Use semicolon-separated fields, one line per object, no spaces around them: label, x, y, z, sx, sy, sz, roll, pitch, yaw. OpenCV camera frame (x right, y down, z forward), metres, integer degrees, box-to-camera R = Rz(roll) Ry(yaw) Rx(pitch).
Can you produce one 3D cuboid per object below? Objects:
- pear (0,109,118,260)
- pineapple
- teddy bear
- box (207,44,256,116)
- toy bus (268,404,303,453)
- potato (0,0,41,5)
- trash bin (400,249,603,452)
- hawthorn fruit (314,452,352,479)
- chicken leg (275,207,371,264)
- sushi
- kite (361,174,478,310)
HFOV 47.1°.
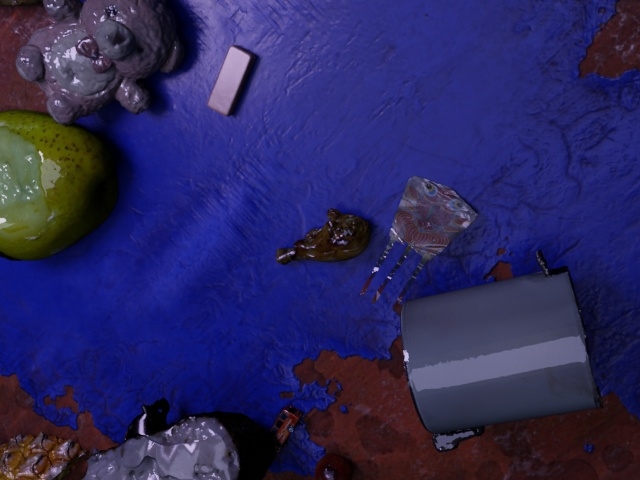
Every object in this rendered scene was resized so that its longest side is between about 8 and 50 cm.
pear;-0.490;-0.103;1.301;0.292;0.159;0.293;2;103;11
pineapple;-0.654;0.504;1.487;0.334;0.158;0.161;-42;91;20
teddy bear;-0.363;-0.315;1.220;0.267;0.151;0.236;-22;118;20
box;-0.151;-0.270;1.242;0.048;0.025;0.115;29;108;11
toy bus;-0.074;0.358;1.373;0.043;0.031;0.110;34;109;11
potato;-0.525;-0.485;1.224;0.296;0.141;0.192;5;88;14
trash bin;0.277;0.172;1.141;0.262;0.217;0.278;-13;94;16
hawthorn fruit;0.024;0.429;1.344;0.077;0.077;0.077;3;104;13
chicken leg;0.000;0.000;1.254;0.178;0.070;0.093;-19;98;28
sushi;-0.263;0.404;1.342;0.348;0.207;0.235;-22;82;17
kite;0.153;0.009;1.191;0.127;0.016;0.229;28;84;16
